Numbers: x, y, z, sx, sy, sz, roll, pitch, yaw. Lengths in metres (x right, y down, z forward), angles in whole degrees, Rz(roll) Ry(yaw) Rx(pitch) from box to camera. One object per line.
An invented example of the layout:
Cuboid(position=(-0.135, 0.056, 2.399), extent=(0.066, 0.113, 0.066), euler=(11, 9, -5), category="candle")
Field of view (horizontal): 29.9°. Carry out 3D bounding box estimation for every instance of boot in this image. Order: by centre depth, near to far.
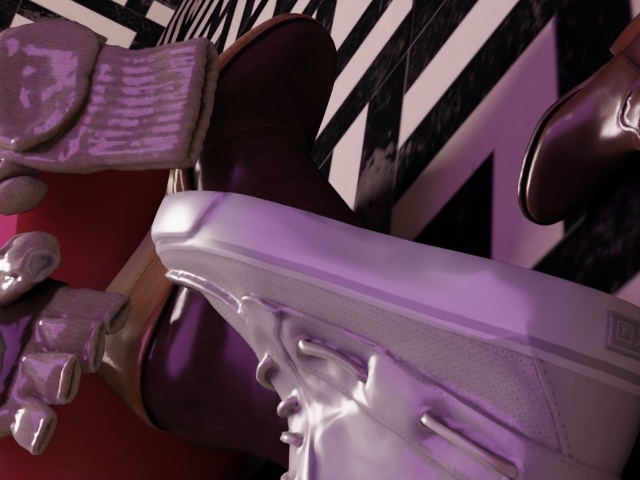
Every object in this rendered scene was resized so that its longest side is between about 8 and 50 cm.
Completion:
Cuboid(position=(0.119, -0.028, 0.437), extent=(0.106, 0.037, 0.114), euler=(-61, 20, 22), category="boot")
Cuboid(position=(0.001, 0.059, 0.461), extent=(0.258, 0.095, 0.123), euler=(14, 82, 51), category="boot")
Cuboid(position=(0.000, 0.000, 0.622), extent=(0.207, 0.090, 0.248), euler=(18, 73, 38), category="boot")

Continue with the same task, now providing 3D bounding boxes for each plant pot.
Cuboid(position=(-0.148, 0.076, 0.786), extent=(0.275, 0.275, 0.243), euler=(137, 144, -54), category="plant pot")

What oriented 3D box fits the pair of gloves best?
Cuboid(position=(-0.168, -0.013, 0.656), extent=(0.204, 0.042, 0.240), euler=(11, 76, 37), category="pair of gloves")
